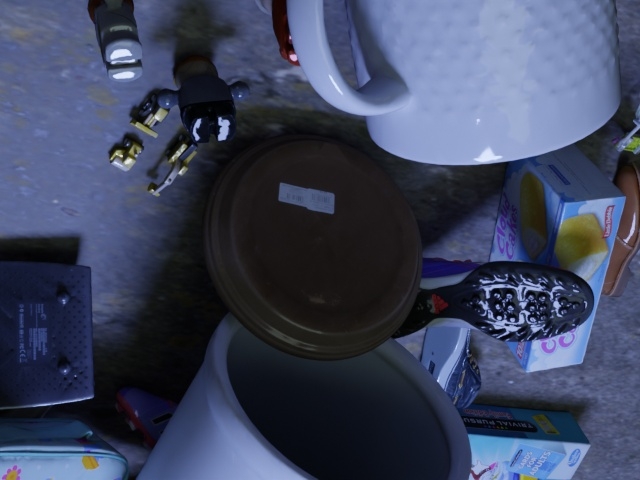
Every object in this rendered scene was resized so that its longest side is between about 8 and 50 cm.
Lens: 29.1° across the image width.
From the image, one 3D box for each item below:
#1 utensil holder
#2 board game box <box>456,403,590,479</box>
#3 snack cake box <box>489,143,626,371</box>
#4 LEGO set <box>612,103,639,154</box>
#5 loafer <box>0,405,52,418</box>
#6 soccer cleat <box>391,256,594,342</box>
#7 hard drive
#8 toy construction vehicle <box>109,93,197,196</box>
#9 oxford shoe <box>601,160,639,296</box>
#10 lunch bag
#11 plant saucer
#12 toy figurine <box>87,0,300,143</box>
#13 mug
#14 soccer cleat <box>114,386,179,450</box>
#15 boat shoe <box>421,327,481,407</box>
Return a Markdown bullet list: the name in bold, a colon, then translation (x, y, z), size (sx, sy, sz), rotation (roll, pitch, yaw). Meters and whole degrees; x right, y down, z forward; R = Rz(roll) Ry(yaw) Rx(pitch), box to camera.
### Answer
- **utensil holder**: translation (-0.057, 0.313, 1.468), size (0.328, 0.327, 0.385), rotation (14, 125, -28)
- **board game box**: translation (0.202, 0.365, 1.852), size (0.336, 0.079, 0.254), rotation (8, 120, -25)
- **snack cake box**: translation (0.294, 0.018, 1.595), size (0.089, 0.152, 0.264), rotation (-7, 125, -18)
- **LEGO set**: translation (0.478, -0.114, 1.594), size (0.287, 0.132, 0.107), rotation (22, 122, -38)
- **loafer**: translation (-0.392, 0.214, 1.497), size (0.268, 0.102, 0.092), rotation (-46, 148, -12)
- **soccer cleat**: translation (0.178, 0.060, 1.531), size (0.318, 0.116, 0.108), rotation (-4, 115, 17)
- **hard drive**: translation (-0.392, 0.111, 1.416), size (0.255, 0.054, 0.172), rotation (-1, 80, -16)
- **toy construction vehicle**: translation (-0.186, -0.105, 1.407), size (0.098, 0.035, 0.086), rotation (-46, 126, 14)
- **oxford shoe**: translation (0.388, -0.011, 1.663), size (0.076, 0.076, 0.212), rotation (2, 123, -8)
- **lunch bag**: translation (-0.361, 0.308, 1.423), size (0.279, 0.108, 0.224), rotation (13, 98, -53)
- **plant saucer**: translation (0.000, 0.000, 1.419), size (0.278, 0.278, 0.041), rotation (4, 160, -23)
- **toy figurine**: translation (-0.123, -0.232, 1.280), size (0.209, 0.148, 0.213), rotation (-43, 129, 19)
- **mug**: translation (0.121, -0.263, 1.232), size (0.374, 0.276, 0.328), rotation (-30, 123, -30)
- **soccer cleat**: translation (-0.181, 0.253, 1.641), size (0.095, 0.083, 0.248), rotation (-43, 129, -7)
- **boat shoe**: translation (0.190, 0.163, 1.722), size (0.083, 0.065, 0.183), rotation (-5, 126, -32)
